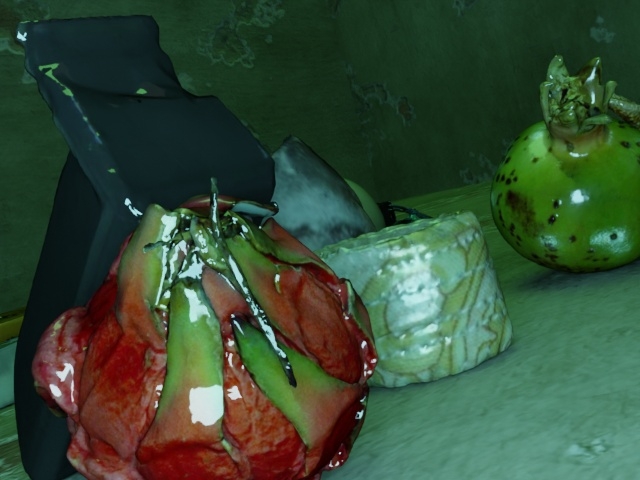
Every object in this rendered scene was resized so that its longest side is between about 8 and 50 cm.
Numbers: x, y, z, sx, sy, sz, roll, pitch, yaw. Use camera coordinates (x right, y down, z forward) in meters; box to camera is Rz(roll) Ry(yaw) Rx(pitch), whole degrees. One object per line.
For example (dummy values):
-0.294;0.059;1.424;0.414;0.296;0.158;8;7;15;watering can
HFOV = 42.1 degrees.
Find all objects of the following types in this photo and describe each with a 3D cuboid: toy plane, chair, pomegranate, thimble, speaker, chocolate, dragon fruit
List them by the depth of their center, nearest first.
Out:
-0.080;0.072;0.549;0.234;0.233;0.293;-14;-33;4;dragon fruit
-0.192;0.016;0.753;0.180;0.184;0.388;-20;-37;-49;speaker
0.084;0.059;0.823;0.191;0.143;0.137;-15;5;-7;thimble
0.346;-0.081;1.053;0.231;0.230;0.286;-16;-28;-19;pomegranate
-0.042;0.041;1.053;0.303;0.213;0.303;-51;-3;-4;chocolate
0.210;-0.023;1.807;0.060;0.096;0.235;-9;-11;33;toy plane
0.160;-0.049;2.189;0.113;0.106;0.229;-13;6;34;chair

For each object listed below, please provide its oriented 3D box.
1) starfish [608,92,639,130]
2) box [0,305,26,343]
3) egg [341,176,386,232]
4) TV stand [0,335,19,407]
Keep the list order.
0.529;-0.126;1.133;0.375;0.094;0.327;17;16;-19;starfish
-0.568;0.193;1.510;0.415;0.115;0.264;-18;6;-43;box
0.000;0.000;1.369;0.219;0.219;0.269;-13;18;25;egg
-0.475;0.198;1.307;0.083;0.088;0.269;-13;4;26;TV stand
